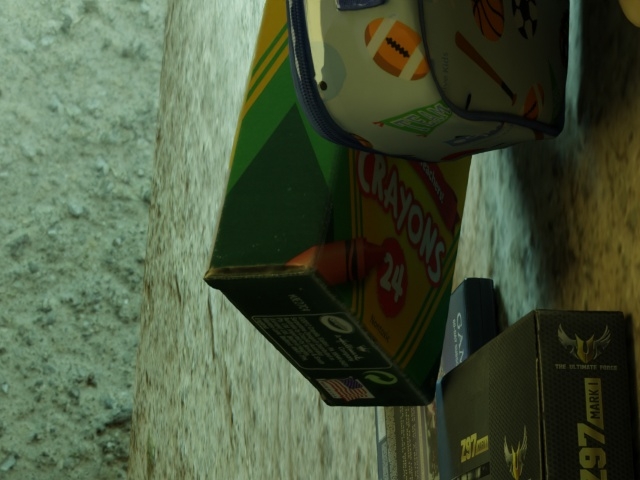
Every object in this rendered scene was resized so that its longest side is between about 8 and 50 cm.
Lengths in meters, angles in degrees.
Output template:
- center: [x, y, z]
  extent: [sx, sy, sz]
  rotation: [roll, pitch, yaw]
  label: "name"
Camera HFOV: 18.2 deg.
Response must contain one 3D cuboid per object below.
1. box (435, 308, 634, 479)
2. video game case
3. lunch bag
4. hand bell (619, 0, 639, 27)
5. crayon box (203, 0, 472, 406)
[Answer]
- center: [0.126, 0.153, 1.209]
  extent: [0.233, 0.059, 0.183]
  rotation: [131, 140, -72]
  label: "box"
- center: [0.086, 0.160, 1.479]
  extent: [0.274, 0.026, 0.196]
  rotation: [125, 144, -67]
  label: "video game case"
- center: [0.056, -0.201, 1.169]
  extent: [0.243, 0.115, 0.303]
  rotation: [4, -101, -60]
  label: "lunch bag"
- center: [0.107, -0.132, 0.900]
  extent: [0.126, 0.242, 0.126]
  rotation: [-178, 90, -78]
  label: "hand bell"
- center: [0.028, -0.075, 1.314]
  extent: [0.202, 0.081, 0.319]
  rotation: [49, -135, -53]
  label: "crayon box"
